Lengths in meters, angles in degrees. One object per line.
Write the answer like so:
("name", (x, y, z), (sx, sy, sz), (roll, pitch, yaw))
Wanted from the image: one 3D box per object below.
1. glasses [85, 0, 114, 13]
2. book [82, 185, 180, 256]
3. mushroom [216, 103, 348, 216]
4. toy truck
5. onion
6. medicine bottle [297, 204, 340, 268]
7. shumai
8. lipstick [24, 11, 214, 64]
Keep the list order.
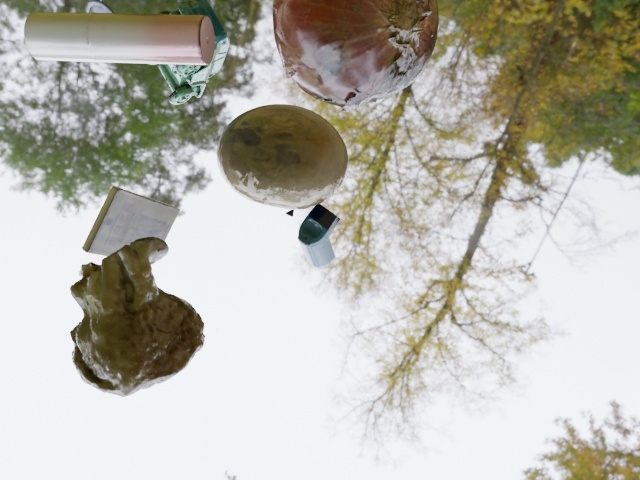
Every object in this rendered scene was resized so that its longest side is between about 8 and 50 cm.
("glasses", (-0.594, -0.724, 1.998), (0.234, 0.118, 0.268), (32, -139, -20))
("book", (-0.436, -0.031, 1.479), (0.026, 0.161, 0.231), (28, -177, 25))
("mushroom", (-0.107, -0.207, 1.746), (0.363, 0.294, 0.362), (5, -139, -5))
("toy truck", (-0.332, -0.470, 1.584), (0.156, 0.279, 0.154), (-28, -95, -24))
("onion", (0.063, -0.415, 1.168), (0.354, 0.353, 0.353), (15, -151, -8))
("medicine bottle", (0.000, 0.000, 1.812), (0.079, 0.258, 0.124), (35, -106, 20))
("shumai", (-0.376, 0.135, 1.277), (0.267, 0.262, 0.314), (1, -155, 1))
("lipstick", (-0.362, -0.367, 1.144), (0.327, 0.087, 0.087), (4, -153, 7))
